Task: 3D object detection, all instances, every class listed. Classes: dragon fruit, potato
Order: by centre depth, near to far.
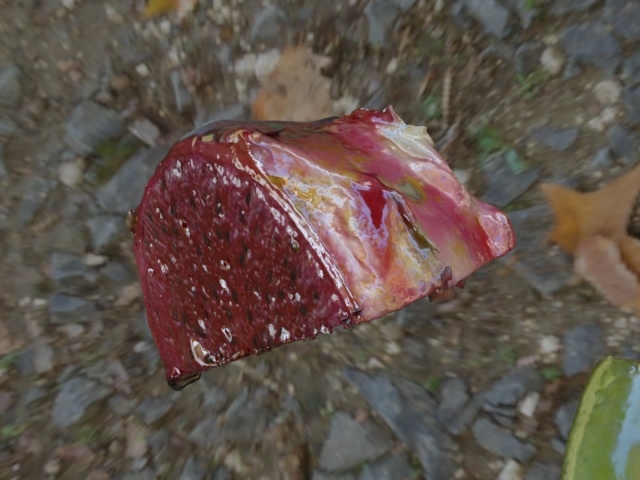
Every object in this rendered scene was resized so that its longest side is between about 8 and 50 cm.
[{"bbox_3d":[0.001,-0.011,0.849,0.161,0.274,0.126,-17,86,-28],"label":"dragon fruit"},{"bbox_3d":[0.310,0.271,1.331,0.269,0.112,0.255,36,67,-25],"label":"potato"}]
